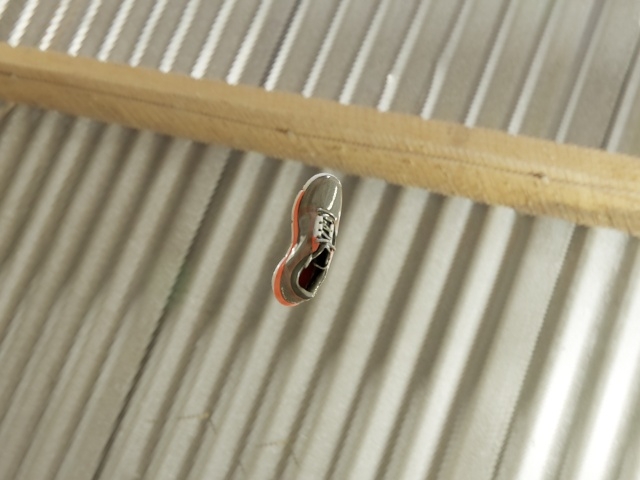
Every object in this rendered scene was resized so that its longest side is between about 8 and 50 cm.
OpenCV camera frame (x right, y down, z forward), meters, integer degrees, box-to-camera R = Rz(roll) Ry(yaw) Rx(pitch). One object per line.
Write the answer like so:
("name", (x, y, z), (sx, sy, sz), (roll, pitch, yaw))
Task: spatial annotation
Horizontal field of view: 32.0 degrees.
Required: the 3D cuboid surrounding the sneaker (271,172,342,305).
("sneaker", (0.000, 0.000, 1.238), (0.065, 0.061, 0.158), (-2, -111, 57))
